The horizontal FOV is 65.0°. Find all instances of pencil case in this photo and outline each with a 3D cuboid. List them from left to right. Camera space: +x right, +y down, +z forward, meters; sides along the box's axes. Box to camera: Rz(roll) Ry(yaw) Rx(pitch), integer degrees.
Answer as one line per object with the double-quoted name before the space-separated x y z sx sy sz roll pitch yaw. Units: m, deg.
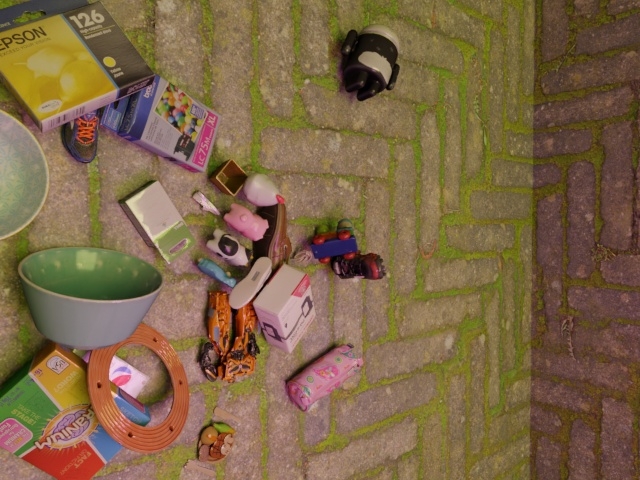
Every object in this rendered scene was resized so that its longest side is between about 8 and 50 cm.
"pencil case" 0.017 0.475 1.760 0.284 0.124 0.124 -25 107 -36

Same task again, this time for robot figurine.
"robot figurine" -0.266 0.295 1.533 0.211 0.085 0.290 -2 93 -41
"robot figurine" 0.184 -0.651 1.834 0.209 0.174 0.278 52 55 -64

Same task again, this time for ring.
"ring" -0.459 0.369 1.279 0.336 0.032 0.336 53 20 -29

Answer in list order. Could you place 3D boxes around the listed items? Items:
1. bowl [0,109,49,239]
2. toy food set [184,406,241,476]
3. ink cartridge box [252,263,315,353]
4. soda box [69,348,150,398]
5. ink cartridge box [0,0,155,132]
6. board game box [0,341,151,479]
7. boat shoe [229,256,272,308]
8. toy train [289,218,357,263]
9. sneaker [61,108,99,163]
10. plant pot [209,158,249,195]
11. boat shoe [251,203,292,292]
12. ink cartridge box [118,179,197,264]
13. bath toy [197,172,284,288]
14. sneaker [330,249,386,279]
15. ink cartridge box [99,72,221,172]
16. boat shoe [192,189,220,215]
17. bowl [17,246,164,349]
"bowl" -0.748 -0.137 1.061 0.290 0.156 0.289 -2 93 -40
"toy food set" -0.316 0.621 1.532 0.132 0.039 0.192 40 67 -34
"ink cartridge box" -0.107 0.219 1.586 0.172 0.100 0.237 -54 152 -31
"soda box" -0.555 0.327 1.299 0.216 0.069 0.073 47 63 -31
"ink cartridge box" -0.603 -0.443 1.167 0.304 0.072 0.307 -40 97 -32
"board game box" -0.611 0.423 1.209 0.242 0.064 0.316 -44 121 -11
"boat shoe" -0.205 0.132 1.494 0.063 0.066 0.184 82 32 -58
"toy train" 0.000 0.000 1.739 0.143 0.248 0.105 -89 166 -54
"sneaker" -0.586 -0.302 1.239 0.083 0.087 0.221 -5 94 -40
"plant pot" -0.283 -0.186 1.503 0.081 0.083 0.081 48 61 -30
"boat shoe" -0.151 0.016 1.619 0.105 0.111 0.307 5 98 -44
"ink cartridge box" -0.446 -0.049 1.383 0.109 0.062 0.209 -43 118 -31
"bath toy" -0.223 -0.033 1.506 0.348 0.129 0.151 -62 170 -7
"sneaker" 0.122 0.092 1.752 0.135 0.276 0.097 -14 103 -22
"ink cartridge box" -0.421 -0.327 1.365 0.311 0.065 0.185 25 75 -47
"boat shoe" -0.341 -0.105 1.494 0.035 0.035 0.100 -42 125 -1
"bowl" -0.541 0.145 1.184 0.312 0.312 0.163 2 109 -41
